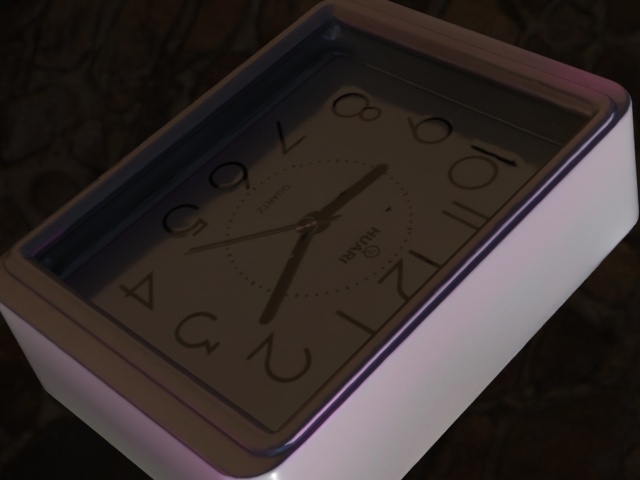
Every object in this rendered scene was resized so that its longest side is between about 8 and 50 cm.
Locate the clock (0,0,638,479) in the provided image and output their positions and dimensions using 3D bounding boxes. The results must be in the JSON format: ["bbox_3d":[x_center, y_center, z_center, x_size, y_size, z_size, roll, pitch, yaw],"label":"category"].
[{"bbox_3d":[0.000,0.000,0.406,0.197,0.150,0.063,-42,140,-24],"label":"clock"}]
